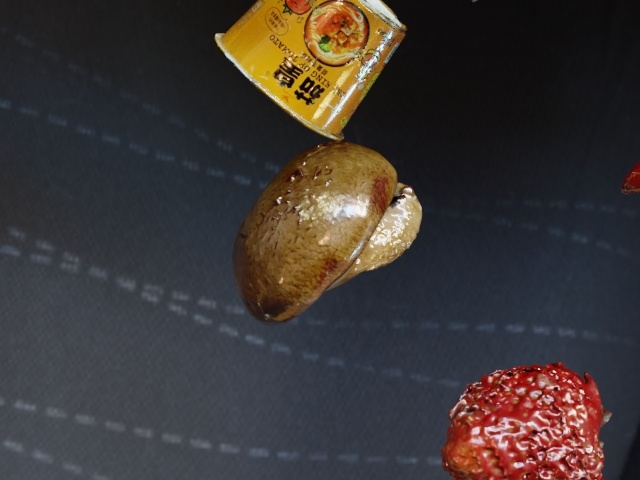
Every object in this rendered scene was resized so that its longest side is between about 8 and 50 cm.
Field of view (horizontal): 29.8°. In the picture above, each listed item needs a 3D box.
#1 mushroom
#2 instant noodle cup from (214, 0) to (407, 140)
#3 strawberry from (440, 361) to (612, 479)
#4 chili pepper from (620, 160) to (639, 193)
[{"bbox_3d":[0.000,0.000,0.686,0.087,0.127,0.127,37,130,1],"label":"mushroom"},{"bbox_3d":[-0.003,-0.259,1.552,0.215,0.216,0.172,32,107,-30],"label":"instant noodle cup"},{"bbox_3d":[0.219,0.225,1.320,0.201,0.184,0.187,12,124,-40],"label":"strawberry"},{"bbox_3d":[0.536,-0.059,1.393,0.092,0.368,0.137,0,110,-48],"label":"chili pepper"}]
